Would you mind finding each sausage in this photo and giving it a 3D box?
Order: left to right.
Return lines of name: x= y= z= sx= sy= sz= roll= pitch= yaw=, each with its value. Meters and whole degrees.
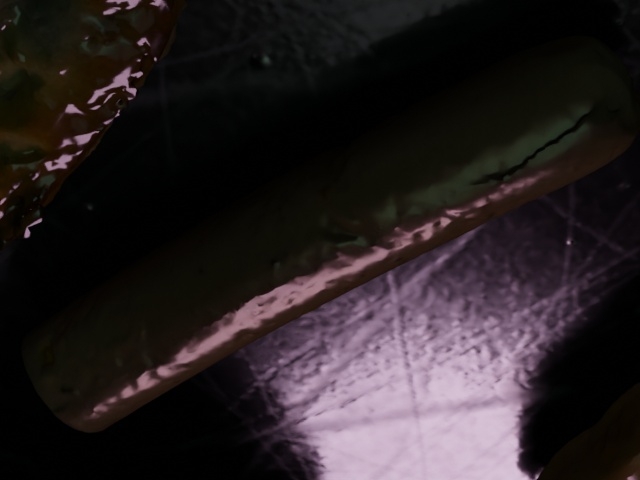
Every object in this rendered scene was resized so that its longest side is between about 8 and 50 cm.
sausage: x=-0.001 y=0.000 z=0.728 sx=0.301 sy=0.066 sz=0.066 roll=-30 pitch=123 yaw=22

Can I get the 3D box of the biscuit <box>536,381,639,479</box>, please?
biscuit: x=0.264 y=0.157 z=0.856 sx=0.351 sy=0.057 sz=0.312 roll=-26 pitch=124 yaw=19

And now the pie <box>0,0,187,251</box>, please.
pie: x=-0.197 y=-0.099 z=0.637 sx=0.315 sy=0.092 sz=0.315 roll=-3 pitch=132 yaw=-3
